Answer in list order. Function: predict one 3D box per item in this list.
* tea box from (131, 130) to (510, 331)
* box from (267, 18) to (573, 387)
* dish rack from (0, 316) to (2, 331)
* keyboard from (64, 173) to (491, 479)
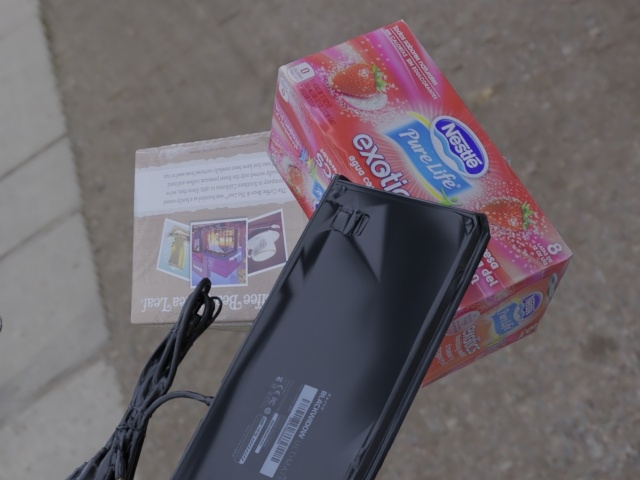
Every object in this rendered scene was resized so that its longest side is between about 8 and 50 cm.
[{"bbox_3d":[0.000,0.000,1.877,0.329,0.220,0.323,-4,-6,44],"label":"tea box"},{"bbox_3d":[0.085,-0.036,1.495,0.142,0.154,0.300,-24,64,-20],"label":"box"},{"bbox_3d":[-0.425,0.133,1.172,0.333,0.072,0.285,5,31,21],"label":"dish rack"},{"bbox_3d":[-0.040,0.104,0.919,0.201,0.033,0.317,16,71,39],"label":"keyboard"}]
